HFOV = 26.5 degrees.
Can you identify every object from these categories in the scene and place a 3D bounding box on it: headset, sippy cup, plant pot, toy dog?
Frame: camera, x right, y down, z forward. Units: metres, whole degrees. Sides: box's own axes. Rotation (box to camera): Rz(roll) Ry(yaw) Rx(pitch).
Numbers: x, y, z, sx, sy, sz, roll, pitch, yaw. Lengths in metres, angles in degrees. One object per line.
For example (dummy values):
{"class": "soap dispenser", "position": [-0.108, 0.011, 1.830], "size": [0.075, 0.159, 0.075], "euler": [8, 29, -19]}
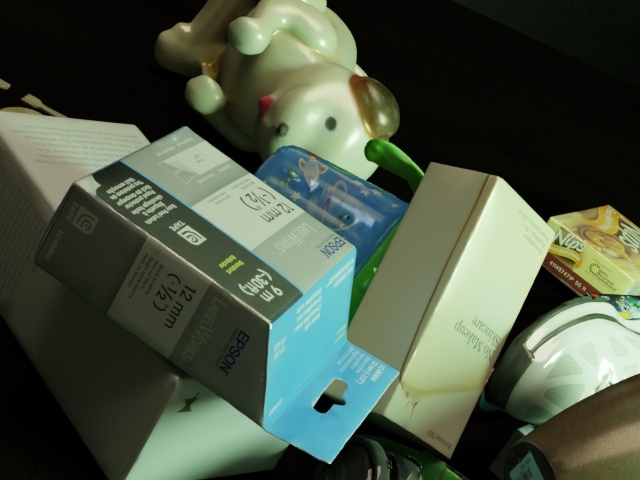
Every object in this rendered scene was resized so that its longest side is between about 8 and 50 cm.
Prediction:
{"class": "headset", "position": [0.114, 0.287, 1.422], "size": [0.243, 0.185, 0.394], "euler": [30, 14, 0]}
{"class": "sippy cup", "position": [0.000, 0.000, 1.754], "size": [0.224, 0.240, 0.305], "euler": [37, 27, 8]}
{"class": "plant pot", "position": [0.326, 0.254, 1.498], "size": [0.230, 0.215, 0.215], "euler": [-6, 40, -25]}
{"class": "toy dog", "position": [-0.043, -0.228, 2.163], "size": [0.395, 0.284, 0.408], "euler": [34, 19, -40]}

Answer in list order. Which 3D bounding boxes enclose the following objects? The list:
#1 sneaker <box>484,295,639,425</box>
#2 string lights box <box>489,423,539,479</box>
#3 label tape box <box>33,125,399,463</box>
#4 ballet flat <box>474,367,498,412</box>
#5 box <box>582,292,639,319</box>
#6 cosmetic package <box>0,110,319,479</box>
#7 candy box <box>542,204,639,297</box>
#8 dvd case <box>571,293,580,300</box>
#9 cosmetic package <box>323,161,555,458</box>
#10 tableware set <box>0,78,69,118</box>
{"class": "sneaker", "position": [0.417, 0.213, 1.721], "size": [0.447, 0.169, 0.257], "euler": [4, 32, -48]}
{"class": "string lights box", "position": [0.348, 0.293, 1.795], "size": [0.133, 0.077, 0.260], "euler": [41, 27, 25]}
{"class": "label tape box", "position": [-0.074, 0.045, 1.371], "size": [0.348, 0.115, 0.249], "euler": [33, 25, 8]}
{"class": "ballet flat", "position": [0.269, 0.202, 1.891], "size": [0.206, 0.073, 0.067], "euler": [11, 17, -43]}
{"class": "box", "position": [0.439, 0.154, 2.052], "size": [0.233, 0.159, 0.044], "euler": [5, 37, -43]}
{"class": "cosmetic package", "position": [-0.217, 0.053, 1.517], "size": [0.230, 0.161, 0.453], "euler": [2, 37, -46]}
{"class": "candy box", "position": [0.514, 0.031, 2.430], "size": [0.183, 0.087, 0.316], "euler": [41, 22, 21]}
{"class": "dvd case", "position": [0.469, 0.120, 2.322], "size": [0.087, 0.013, 0.119], "euler": [34, 24, 8]}
{"class": "cosmetic package", "position": [0.142, 0.082, 1.612], "size": [0.113, 0.309, 0.160], "euler": [15, -15, 43]}
{"class": "tableware set", "position": [-0.444, -0.166, 1.821], "size": [0.194, 0.039, 0.128], "euler": [30, 36, 11]}
